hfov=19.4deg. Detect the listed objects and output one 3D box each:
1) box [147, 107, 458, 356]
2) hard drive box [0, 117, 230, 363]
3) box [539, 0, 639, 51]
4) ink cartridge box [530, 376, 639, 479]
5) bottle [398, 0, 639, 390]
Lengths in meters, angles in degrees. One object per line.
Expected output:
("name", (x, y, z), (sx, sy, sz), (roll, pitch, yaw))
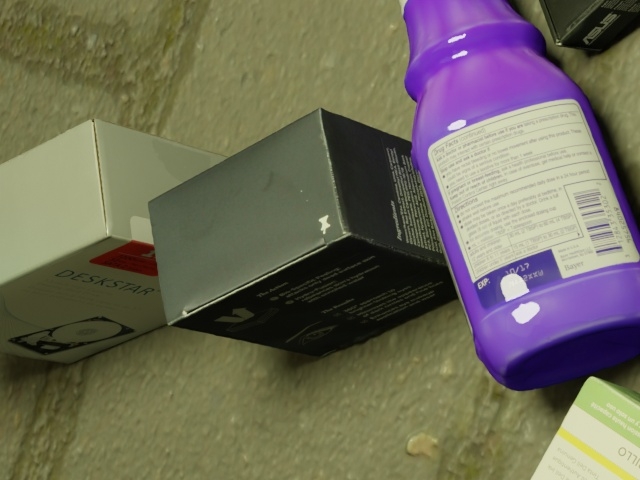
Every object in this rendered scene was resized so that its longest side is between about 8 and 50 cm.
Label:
("box", (0.000, 0.000, 1.219), (0.156, 0.158, 0.093), (-26, 64, 33))
("hard drive box", (-0.174, 0.007, 1.352), (0.232, 0.181, 0.089), (-23, 66, 36))
("box", (0.188, -0.245, 1.159), (0.190, 0.045, 0.184), (-44, 50, 45))
("ink cartridge box", (0.159, 0.215, 0.981), (0.171, 0.056, 0.235), (34, 99, 39))
("bottle", (0.117, -0.051, 1.163), (0.118, 0.092, 0.283), (-18, 65, 0))
